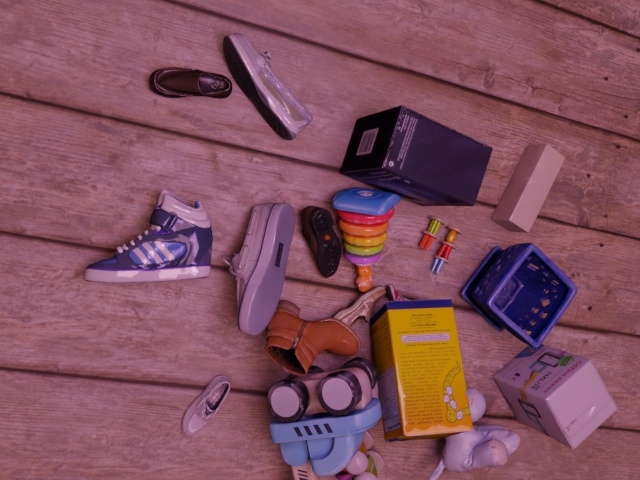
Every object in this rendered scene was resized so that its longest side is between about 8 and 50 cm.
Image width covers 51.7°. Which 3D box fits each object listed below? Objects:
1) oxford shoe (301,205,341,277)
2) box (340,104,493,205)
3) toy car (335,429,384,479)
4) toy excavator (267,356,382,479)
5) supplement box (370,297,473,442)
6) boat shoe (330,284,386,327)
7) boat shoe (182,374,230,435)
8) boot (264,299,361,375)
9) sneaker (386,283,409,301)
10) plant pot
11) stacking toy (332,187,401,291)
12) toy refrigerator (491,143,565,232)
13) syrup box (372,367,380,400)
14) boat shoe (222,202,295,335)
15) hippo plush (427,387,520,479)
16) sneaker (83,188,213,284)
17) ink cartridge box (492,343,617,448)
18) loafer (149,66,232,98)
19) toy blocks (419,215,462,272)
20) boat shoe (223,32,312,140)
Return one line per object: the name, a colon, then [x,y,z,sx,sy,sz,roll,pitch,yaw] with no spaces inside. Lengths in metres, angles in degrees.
oxford shoe: [0.000,0.000,1.869,0.082,0.096,0.227,-28,121,-29]
box: [0.257,-0.219,1.826,0.293,0.296,0.183,19,87,-19]
toy car: [0.098,0.651,1.922,0.136,0.159,0.182,-22,103,18]
toy excavator: [-0.027,0.577,1.784,0.432,0.222,0.446,-13,87,18]
supplement box: [0.271,0.360,1.825,0.195,0.194,0.357,-1,69,-11]
boat shoe: [0.122,0.208,1.918,0.190,0.068,0.072,-36,66,-6]
boat shoe: [-0.306,0.452,1.793,0.066,0.063,0.184,45,79,-17]
boot: [-0.020,0.284,1.783,0.283,0.220,0.109,33,114,-11]
sneaker: [0.242,0.175,1.982,0.067,0.042,0.119,-24,109,-13]
plant pot: [0.588,0.157,2.015,0.236,0.212,0.236,41,79,-17]
stacking toy: [0.125,0.008,1.887,0.175,0.165,0.302,-38,133,-57]
toy refrigerator: [0.655,-0.161,2.076,0.094,0.102,0.270,29,83,-19]
syrup box: [0.179,0.435,1.948,0.236,0.096,0.093,-20,99,-17]
boat shoe: [-0.188,0.067,1.768,0.136,0.156,0.367,34,65,-58]
hippo plush: [0.437,0.566,2.023,0.294,0.234,0.237,-26,83,25]
sneaker: [-0.439,-0.011,1.693,0.322,0.130,0.236,-2,85,-15]
ink cartridge box: [0.723,0.472,2.052,0.198,0.270,0.197,-35,104,-15]
loafer: [-0.332,-0.415,1.718,0.219,0.078,0.080,-3,95,-20]
toy blocks: [0.351,0.017,2.004,0.123,0.054,0.148,27,85,-20]
boat shoe: [-0.143,-0.421,1.772,0.103,0.118,0.320,-44,110,-18]
